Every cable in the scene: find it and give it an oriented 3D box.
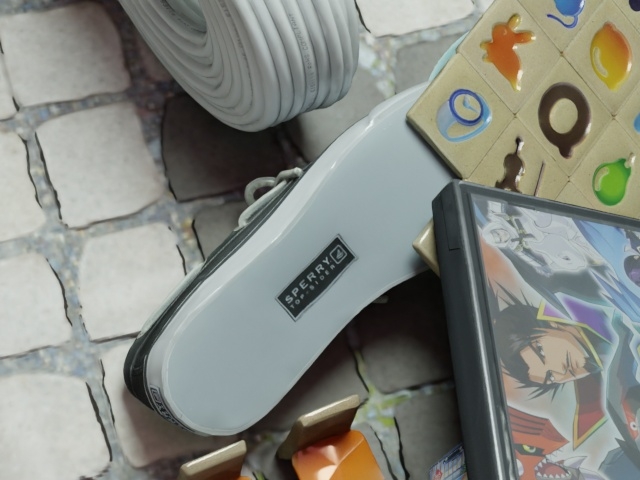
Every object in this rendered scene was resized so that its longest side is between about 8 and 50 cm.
[{"bbox_3d":[-0.073,-0.185,1.174,0.089,0.257,0.257,-33,104,-15],"label":"cable"}]

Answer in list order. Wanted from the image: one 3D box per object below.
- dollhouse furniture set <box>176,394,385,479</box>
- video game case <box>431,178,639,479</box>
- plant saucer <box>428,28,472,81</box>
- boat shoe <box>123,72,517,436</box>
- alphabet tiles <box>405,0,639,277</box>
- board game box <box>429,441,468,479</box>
[{"bbox_3d":[-0.025,0.244,1.071,0.259,0.135,0.262,-20,73,-17],"label":"dollhouse furniture set"},{"bbox_3d":[0.194,0.106,1.112,0.248,0.035,0.275,11,55,-25],"label":"video game case"},{"bbox_3d":[0.159,-0.064,1.282,0.195,0.037,0.195,3,67,-8],"label":"plant saucer"},{"bbox_3d":[0.002,0.003,1.190,0.306,0.105,0.113,-47,113,-15],"label":"boat shoe"},{"bbox_3d":[0.208,-0.061,1.235,0.285,0.011,0.342,46,65,-19],"label":"alphabet tiles"},{"bbox_3d":[0.135,0.237,1.055,0.194,0.060,0.194,31,49,-13],"label":"board game box"}]
